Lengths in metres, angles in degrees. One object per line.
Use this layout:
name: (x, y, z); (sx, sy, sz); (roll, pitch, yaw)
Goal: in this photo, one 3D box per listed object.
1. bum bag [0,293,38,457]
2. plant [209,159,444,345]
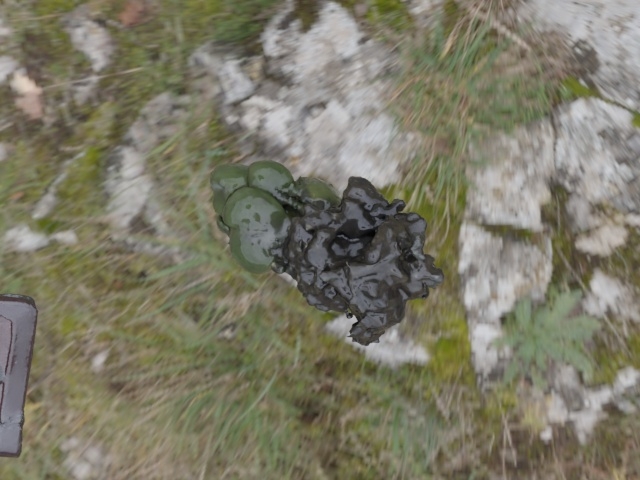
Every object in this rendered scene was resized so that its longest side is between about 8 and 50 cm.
bum bag: (-0.275, 0.101, 1.265); (0.109, 0.026, 0.159); (5, 123, -14)
plant: (0.000, 0.000, 0.920); (0.174, 0.087, 0.085); (24, 107, 44)
